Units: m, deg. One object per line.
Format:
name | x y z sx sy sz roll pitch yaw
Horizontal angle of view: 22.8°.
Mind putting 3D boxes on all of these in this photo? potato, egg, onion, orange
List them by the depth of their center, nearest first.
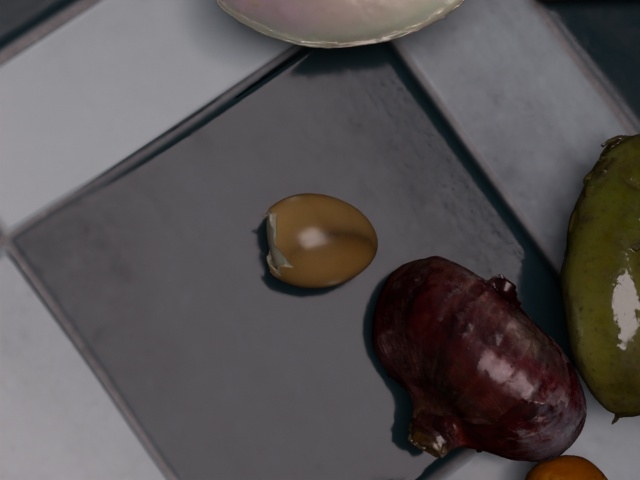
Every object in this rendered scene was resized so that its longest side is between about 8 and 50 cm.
onion | 0.126 0.098 1.296 0.206 0.098 0.151 35 67 11
orange | 0.203 0.217 1.319 0.083 0.083 0.083 1 82 -8
egg | 0.000 0.000 1.322 0.096 0.080 0.080 -3 82 -5
potato | 0.266 0.030 1.332 0.149 0.113 0.251 16 81 -42
egg | 0.037 -0.291 1.332 0.271 0.162 0.206 -38 125 20
